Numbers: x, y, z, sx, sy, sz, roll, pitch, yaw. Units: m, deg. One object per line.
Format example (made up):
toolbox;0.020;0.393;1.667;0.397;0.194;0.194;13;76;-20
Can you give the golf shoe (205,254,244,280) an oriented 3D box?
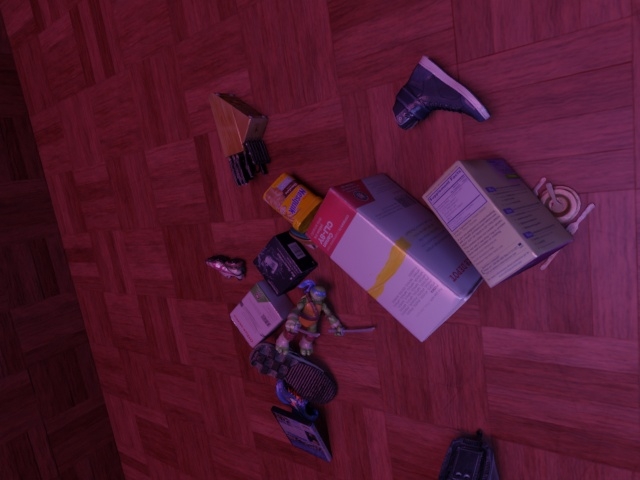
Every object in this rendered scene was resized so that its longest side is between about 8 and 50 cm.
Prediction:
golf shoe;-0.374;0.107;1.575;0.185;0.067;0.086;10;110;32

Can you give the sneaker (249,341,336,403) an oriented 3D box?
sneaker;-0.087;0.452;1.456;0.330;0.146;0.123;33;95;-1

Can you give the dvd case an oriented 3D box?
dvd case;-0.069;0.712;1.499;0.180;0.022;0.253;6;131;34

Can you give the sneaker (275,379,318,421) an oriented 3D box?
sneaker;-0.083;0.581;1.500;0.087;0.083;0.221;-30;101;26

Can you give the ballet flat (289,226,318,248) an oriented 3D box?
ballet flat;0.000;0.000;1.281;0.232;0.080;0.073;7;126;35

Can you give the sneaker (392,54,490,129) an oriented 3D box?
sneaker;0.277;-0.312;0.979;0.163;0.086;0.226;-51;63;22

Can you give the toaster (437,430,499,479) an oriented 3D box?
toaster;0.409;0.654;1.108;0.129;0.227;0.147;-6;117;37

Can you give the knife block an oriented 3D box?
knife block;-0.284;-0.332;1.375;0.275;0.088;0.242;38;121;20

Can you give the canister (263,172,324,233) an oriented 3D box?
canister;-0.083;-0.121;1.280;0.169;0.073;0.126;40;86;23

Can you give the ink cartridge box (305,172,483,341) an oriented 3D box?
ink cartridge box;0.199;0.021;1.016;0.384;0.279;0.161;42;124;18

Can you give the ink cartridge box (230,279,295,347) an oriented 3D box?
ink cartridge box;-0.213;0.263;1.490;0.160;0.092;0.219;52;126;12

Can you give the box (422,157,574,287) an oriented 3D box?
box;0.381;-0.049;0.879;0.243;0.213;0.117;59;135;20

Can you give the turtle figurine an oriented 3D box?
turtle figurine;-0.029;0.295;1.308;0.274;0.197;0.267;44;127;22

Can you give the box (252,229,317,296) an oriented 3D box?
box;-0.122;0.078;1.375;0.156;0.093;0.158;52;127;12

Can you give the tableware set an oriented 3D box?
tableware set;0.508;-0.035;0.934;0.128;0.039;0.194;37;121;21
